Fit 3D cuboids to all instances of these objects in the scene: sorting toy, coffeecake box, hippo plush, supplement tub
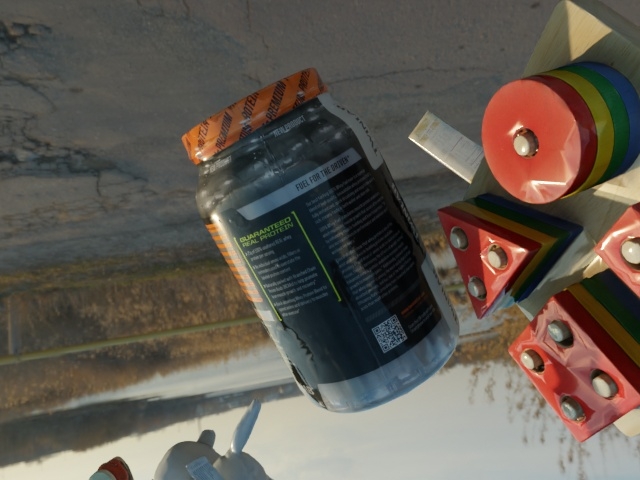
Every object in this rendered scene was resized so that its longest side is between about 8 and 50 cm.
[{"bbox_3d":[0.196,0.004,0.395,0.089,0.256,0.257,-19,147,-21],"label":"sorting toy"},{"bbox_3d":[0.285,-0.164,1.030,0.068,0.185,0.142,-54,151,15],"label":"coffeecake box"},{"bbox_3d":[-0.180,0.406,0.768,0.236,0.295,0.234,-4,-154,44],"label":"hippo plush"},{"bbox_3d":[0.000,0.000,0.585,0.207,0.338,0.207,-26,-167,6],"label":"supplement tub"}]

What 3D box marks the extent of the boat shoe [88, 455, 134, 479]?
[{"bbox_3d":[-0.215,0.310,0.575,0.049,0.137,0.043,-20,179,6],"label":"boat shoe"}]
